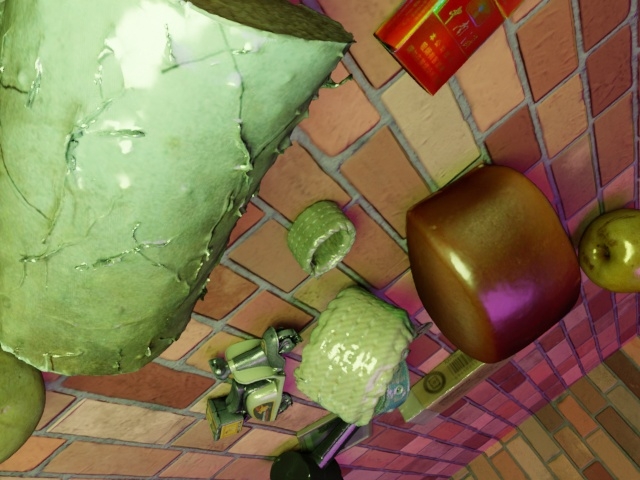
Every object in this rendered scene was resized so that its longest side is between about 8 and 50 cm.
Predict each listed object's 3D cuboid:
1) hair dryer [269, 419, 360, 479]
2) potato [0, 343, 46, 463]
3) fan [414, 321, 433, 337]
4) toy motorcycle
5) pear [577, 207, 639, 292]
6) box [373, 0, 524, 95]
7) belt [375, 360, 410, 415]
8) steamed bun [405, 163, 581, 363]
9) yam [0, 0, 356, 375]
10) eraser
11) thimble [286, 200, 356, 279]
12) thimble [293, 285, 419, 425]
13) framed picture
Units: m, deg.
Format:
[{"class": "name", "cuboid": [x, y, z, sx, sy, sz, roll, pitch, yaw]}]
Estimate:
[{"class": "hair dryer", "cuboid": [0.046, 0.524, 1.453, 0.302, 0.116, 0.244, -48, 146, 7]}, {"class": "potato", "cuboid": [-0.423, 0.183, 0.621, 0.235, 0.160, 0.177, -16, 104, -4]}, {"class": "fan", "cuboid": [0.226, 0.209, 1.332, 0.080, 0.003, 0.060, 4, 129, -44]}, {"class": "toy motorcycle", "cuboid": [-0.119, 0.243, 1.006, 0.157, 0.091, 0.263, -12, 139, -25]}, {"class": "pear", "cuboid": [0.723, 0.023, 1.365, 0.209, 0.208, 0.208, -23, 144, -18]}, {"class": "box", "cuboid": [0.158, -0.265, 0.668, 0.175, 0.048, 0.112, -46, 144, 15]}, {"class": "belt", "cuboid": [0.120, 0.297, 1.230, 0.082, 0.148, 0.162, -11, 110, -27]}, {"class": "steamed bun", "cuboid": [0.304, 0.067, 1.014, 0.235, 0.248, 0.379, -31, 144, -7]}, {"class": "yam", "cuboid": [-0.148, -0.067, 0.469, 0.241, 0.241, 0.348, 1, 133, -41]}, {"class": "eraser", "cuboid": [0.373, 0.380, 1.597, 0.343, 0.078, 0.144, -41, 145, 10]}, {"class": "thimble", "cuboid": [0.000, 0.000, 0.838, 0.085, 0.062, 0.109, -5, 136, -38]}, {"class": "thimble", "cuboid": [0.062, 0.197, 0.989, 0.219, 0.150, 0.219, -54, 163, -25]}, {"class": "framed picture", "cuboid": [0.045, 0.512, 1.529, 0.213, 0.016, 0.289, -25, 144, -14]}]
